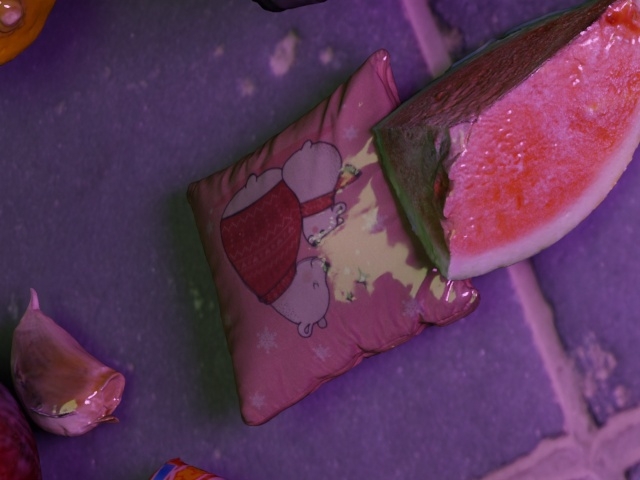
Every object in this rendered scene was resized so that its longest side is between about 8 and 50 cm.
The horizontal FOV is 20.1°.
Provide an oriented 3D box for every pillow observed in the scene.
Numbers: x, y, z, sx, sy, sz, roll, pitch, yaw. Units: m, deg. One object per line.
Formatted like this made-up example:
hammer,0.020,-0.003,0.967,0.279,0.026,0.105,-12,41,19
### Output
pillow,0.000,0.000,1.403,0.236,0.084,0.223,-32,64,27

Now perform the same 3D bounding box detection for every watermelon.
watermelon,0.139,-0.092,1.307,0.231,0.128,0.146,-39,33,-1

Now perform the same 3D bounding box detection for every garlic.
garlic,-0.231,0.121,1.586,0.084,0.066,0.152,-45,55,-11

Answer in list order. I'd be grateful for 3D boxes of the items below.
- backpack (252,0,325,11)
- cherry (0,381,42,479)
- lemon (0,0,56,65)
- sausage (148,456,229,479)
backpack,-0.003,-0.387,1.348,0.363,0.255,0.445,-20,60,33
cherry,-0.350,0.204,1.568,0.300,0.203,0.230,51,154,37
lemon,-0.356,-0.264,1.617,0.288,0.233,0.233,45,112,34
sausage,-0.024,0.245,1.405,0.274,0.074,0.074,16,95,36
